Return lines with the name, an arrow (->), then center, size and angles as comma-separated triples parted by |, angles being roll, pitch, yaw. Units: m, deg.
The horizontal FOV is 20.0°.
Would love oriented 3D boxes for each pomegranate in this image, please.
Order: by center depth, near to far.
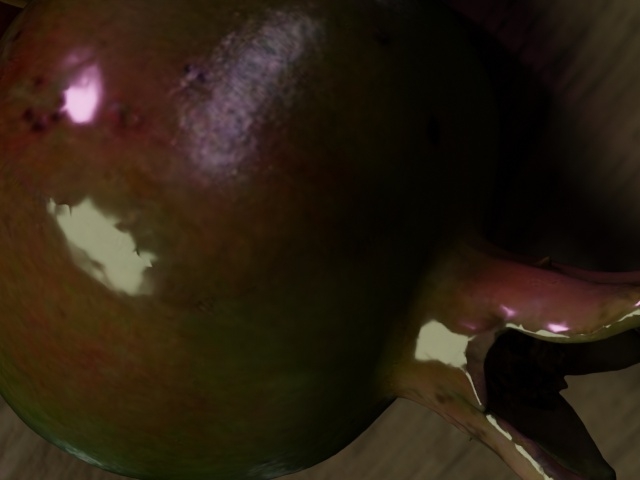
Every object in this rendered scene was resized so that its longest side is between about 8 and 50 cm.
pomegranate -> 0.000, 0.000, 0.544 | 0.224, 0.181, 0.181 | 25, 131, 19

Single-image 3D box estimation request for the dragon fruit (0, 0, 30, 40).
dragon fruit -> -0.196, -0.093, 0.659 | 0.250, 0.250, 0.315 | 37, 93, 31
